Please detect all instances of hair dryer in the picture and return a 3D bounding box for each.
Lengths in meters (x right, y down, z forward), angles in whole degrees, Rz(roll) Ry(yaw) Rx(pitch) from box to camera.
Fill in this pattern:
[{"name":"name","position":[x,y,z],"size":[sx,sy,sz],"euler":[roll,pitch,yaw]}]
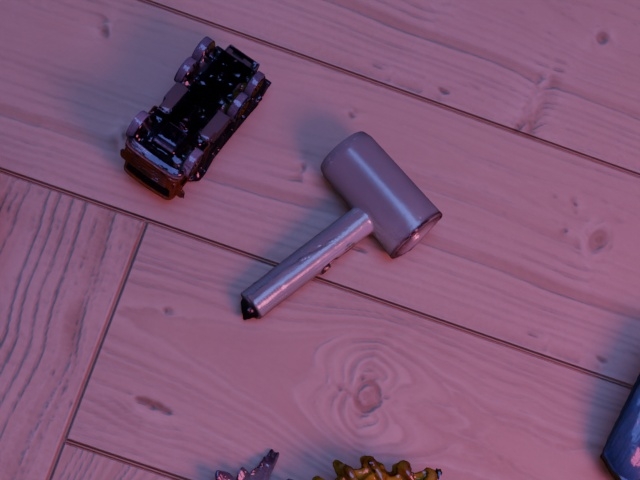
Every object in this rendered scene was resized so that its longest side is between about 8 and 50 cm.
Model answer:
[{"name":"hair dryer","position":[0.000,0.000,1.472],"size":[0.236,0.073,0.131],"euler":[-39,79,-12]}]

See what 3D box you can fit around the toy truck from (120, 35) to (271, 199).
[{"name":"toy truck","position":[-0.132,-0.131,1.475],"size":[0.083,0.092,0.192],"euler":[34,59,2]}]

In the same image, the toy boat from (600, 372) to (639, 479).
[{"name":"toy boat","position":[0.358,0.186,1.453],"size":[0.077,0.075,0.185],"euler":[28,70,9]}]

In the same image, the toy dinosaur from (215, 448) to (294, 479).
[{"name":"toy dinosaur","position":[-0.094,0.287,1.348],"size":[0.082,0.039,0.209],"euler":[24,57,2]}]

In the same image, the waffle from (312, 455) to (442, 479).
[{"name":"waffle","position":[0.059,0.311,1.357],"size":[0.197,0.070,0.193],"euler":[9,68,-10]}]
